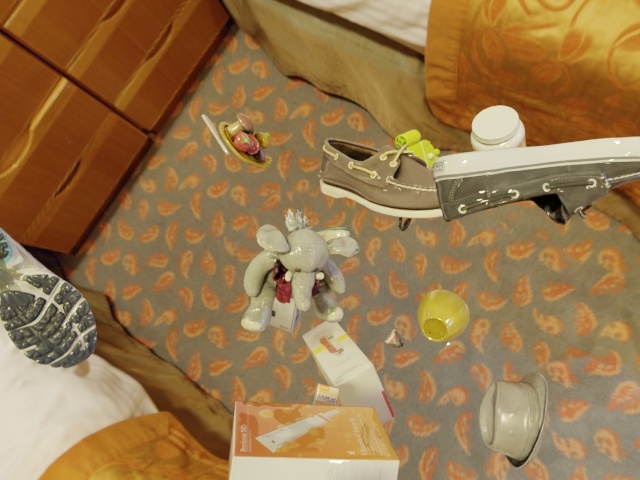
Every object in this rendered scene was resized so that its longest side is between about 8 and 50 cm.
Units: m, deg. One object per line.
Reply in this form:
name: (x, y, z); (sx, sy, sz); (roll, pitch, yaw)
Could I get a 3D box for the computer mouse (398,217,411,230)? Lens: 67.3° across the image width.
computer mouse: (0.342, -0.133, 1.644); (0.071, 0.041, 0.242); (51, 120, 35)

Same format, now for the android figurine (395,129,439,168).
android figurine: (0.294, -0.207, 1.452); (0.056, 0.273, 0.248); (-7, 104, 45)

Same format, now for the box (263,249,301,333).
box: (-0.139, 0.174, 1.678); (0.169, 0.087, 0.290); (19, 128, 12)

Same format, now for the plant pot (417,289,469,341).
plant pot: (0.304, 0.206, 1.226); (0.134, 0.095, 0.134); (10, 113, 24)

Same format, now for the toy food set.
toy food set: (-0.178, -0.255, 1.186); (0.071, 0.218, 0.128); (-36, 75, 17)

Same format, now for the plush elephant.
plush elephant: (-0.050, 0.072, 1.185); (0.272, 0.255, 0.330); (2, 86, -11)

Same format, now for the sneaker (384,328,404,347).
sneaker: (0.289, 0.389, 1.856); (0.065, 0.158, 0.061); (38, 96, 11)

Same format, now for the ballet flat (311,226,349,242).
ballet flat: (0.000, 0.000, 1.566); (0.248, 0.086, 0.086); (0, 75, 55)

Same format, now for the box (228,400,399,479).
box: (-0.028, 0.494, 1.076); (0.345, 0.215, 0.168); (6, 101, -10)

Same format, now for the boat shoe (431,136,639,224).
boat shoe: (0.224, -0.052, 0.463); (0.229, 0.080, 0.076); (-4, 90, -2)

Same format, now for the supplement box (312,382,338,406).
supplement box: (0.012, 0.473, 1.404); (0.062, 0.036, 0.098); (14, 79, -4)

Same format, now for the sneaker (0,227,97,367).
sneaker: (-0.441, 0.067, 0.722); (0.110, 0.122, 0.283); (-39, 109, -17)

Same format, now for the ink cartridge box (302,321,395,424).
ink cartridge box: (0.101, 0.519, 1.878); (0.160, 0.385, 0.279); (-29, 114, -9)

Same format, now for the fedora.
fedora: (0.544, 0.504, 1.395); (0.124, 0.244, 0.275); (14, 86, 0)

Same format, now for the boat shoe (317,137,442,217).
boat shoe: (0.108, -0.113, 0.808); (0.324, 0.117, 0.096); (23, 124, 52)

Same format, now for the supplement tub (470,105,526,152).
supplement tub: (0.516, -0.273, 1.389); (0.144, 0.199, 0.144); (-14, 53, 19)
